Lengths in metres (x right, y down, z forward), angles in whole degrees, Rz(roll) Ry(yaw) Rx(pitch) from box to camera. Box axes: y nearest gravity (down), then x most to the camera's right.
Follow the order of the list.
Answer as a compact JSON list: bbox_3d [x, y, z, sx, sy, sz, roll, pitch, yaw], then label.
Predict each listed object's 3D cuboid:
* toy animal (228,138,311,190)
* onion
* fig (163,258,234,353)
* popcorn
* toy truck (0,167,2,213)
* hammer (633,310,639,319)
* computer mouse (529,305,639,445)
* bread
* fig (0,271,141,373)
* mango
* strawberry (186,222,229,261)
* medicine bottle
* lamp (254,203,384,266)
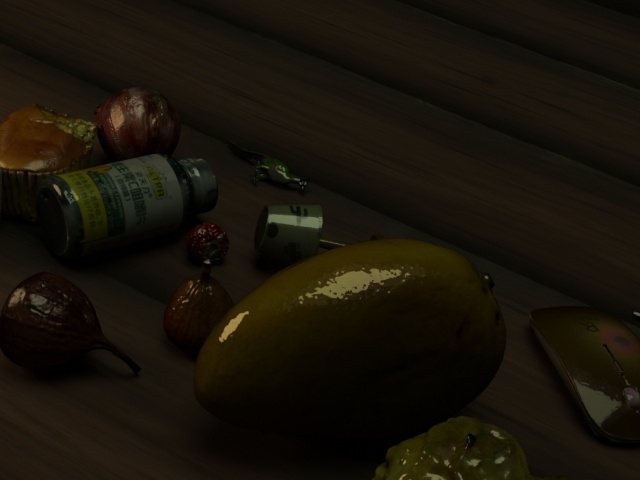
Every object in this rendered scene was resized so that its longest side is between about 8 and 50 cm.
[{"bbox_3d":[-0.122,-0.145,2.107,0.217,0.041,0.075,27,35,30],"label":"toy animal"},{"bbox_3d":[-0.334,-0.185,2.029,0.160,0.159,0.194,-4,66,-21],"label":"onion"},{"bbox_3d":[-0.190,0.103,1.638,0.119,0.153,0.119,-9,51,12],"label":"fig"},{"bbox_3d":[0.187,0.328,1.351,0.266,0.192,0.233,-1,37,2],"label":"popcorn"},{"bbox_3d":[-0.700,-0.102,1.786,0.367,0.146,0.175,18,30,11],"label":"toy truck"},{"bbox_3d":[0.629,0.157,1.889,0.178,0.021,0.065,20,34,18],"label":"hammer"},{"bbox_3d":[0.443,0.196,1.731,0.158,0.071,0.310,-2,36,-15],"label":"computer mouse"},{"bbox_3d":[-0.493,-0.144,1.920,0.179,0.133,0.250,9,32,4],"label":"bread"},{"bbox_3d":[-0.353,0.136,1.554,0.201,0.133,0.146,27,45,9],"label":"fig"},{"bbox_3d":[0.041,0.147,1.497,0.445,0.301,0.220,-12,33,-13],"label":"mango"},{"bbox_3d":[-0.197,0.000,1.849,0.073,0.073,0.083,-9,25,-27],"label":"strawberry"},{"bbox_3d":[-0.319,-0.066,1.842,0.293,0.141,0.141,-16,42,-35],"label":"medicine bottle"},{"bbox_3d":[0.000,0.000,1.856,0.215,0.121,0.121,13,32,-13],"label":"lamp"}]
